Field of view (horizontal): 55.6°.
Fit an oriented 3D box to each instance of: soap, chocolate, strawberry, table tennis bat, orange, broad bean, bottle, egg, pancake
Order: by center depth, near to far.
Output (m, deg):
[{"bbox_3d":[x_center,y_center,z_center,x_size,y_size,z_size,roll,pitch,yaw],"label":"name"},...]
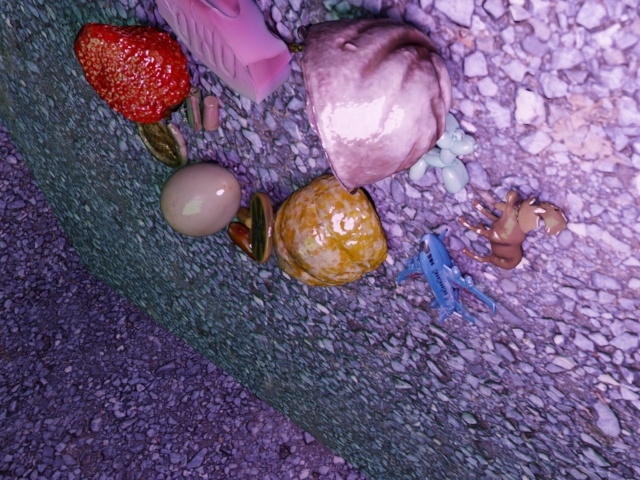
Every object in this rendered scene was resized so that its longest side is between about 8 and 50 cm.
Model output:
[{"bbox_3d":[0.112,-0.244,1.022,0.213,0.303,0.303,-13,123,16],"label":"chocolate"},{"bbox_3d":[-0.209,-0.449,1.301,0.324,0.109,0.193,42,160,13],"label":"soap"},{"bbox_3d":[0.000,0.000,1.511,0.270,0.210,0.369,53,147,-7],"label":"orange"},{"bbox_3d":[-0.476,-0.426,1.548,0.261,0.258,0.260,14,116,32],"label":"strawberry"},{"bbox_3d":[-0.293,-0.341,1.629,0.045,0.045,0.096,38,148,15],"label":"bottle"},{"bbox_3d":[-0.184,-0.047,1.739,0.321,0.050,0.198,-149,59,-65],"label":"table tennis bat"},{"bbox_3d":[-0.346,-0.123,1.788,0.296,0.218,0.218,-14,115,49],"label":"egg"},{"bbox_3d":[-0.230,-0.003,1.920,0.165,0.084,0.114,29,151,39],"label":"broad bean"},{"bbox_3d":[-0.511,-0.330,1.929,0.254,0.037,0.253,31,147,24],"label":"pancake"}]

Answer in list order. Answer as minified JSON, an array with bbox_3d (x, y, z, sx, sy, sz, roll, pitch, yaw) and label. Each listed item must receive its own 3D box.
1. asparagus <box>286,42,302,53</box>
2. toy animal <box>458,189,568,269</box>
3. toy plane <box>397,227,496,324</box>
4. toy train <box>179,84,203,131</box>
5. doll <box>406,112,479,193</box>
[{"bbox_3d":[0.009,-0.377,1.221,0.249,0.025,0.024,21,-176,37],"label":"asparagus"},{"bbox_3d":[0.362,-0.023,1.148,0.186,0.094,0.214,28,153,37],"label":"toy animal"},{"bbox_3d":[0.272,0.080,1.357,0.254,0.105,0.271,18,139,39],"label":"toy plane"},{"bbox_3d":[-0.359,-0.370,1.684,0.071,0.038,0.147,34,149,19],"label":"toy train"},{"bbox_3d":[0.232,-0.168,1.153,0.159,0.059,0.158,21,142,40],"label":"doll"}]
